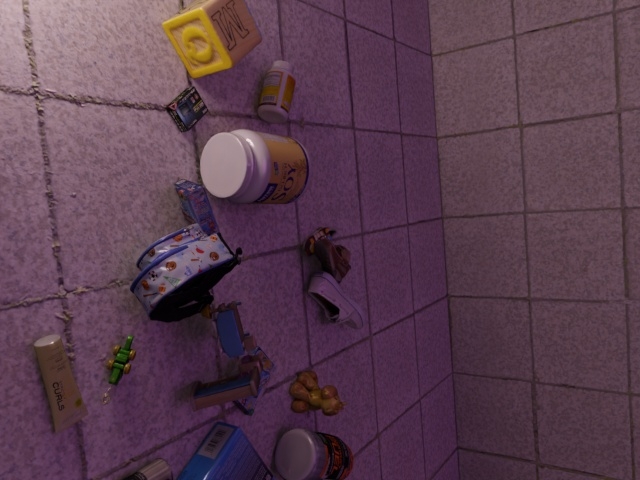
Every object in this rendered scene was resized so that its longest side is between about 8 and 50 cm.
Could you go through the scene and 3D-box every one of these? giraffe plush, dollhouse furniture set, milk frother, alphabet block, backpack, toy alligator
[{"bbox_3d":[0.002,0.627,2.127,0.181,0.170,0.210,-44,123,-47],"label":"giraffe plush"},{"bbox_3d":[-0.321,0.326,1.691,0.286,0.198,0.304,-108,-175,-84],"label":"dollhouse furniture set"},{"bbox_3d":[-0.489,0.712,1.507,0.134,0.129,0.143,-13,142,-54],"label":"milk frother"},{"bbox_3d":[-0.333,-0.652,1.689,0.194,0.192,0.197,60,42,-31],"label":"alphabet block"},{"bbox_3d":[-0.395,0.093,1.512,0.213,0.276,0.263,45,39,6],"label":"backpack"},{"bbox_3d":[-0.547,0.352,1.465,0.051,0.056,0.190,110,-5,-67],"label":"toy alligator"}]

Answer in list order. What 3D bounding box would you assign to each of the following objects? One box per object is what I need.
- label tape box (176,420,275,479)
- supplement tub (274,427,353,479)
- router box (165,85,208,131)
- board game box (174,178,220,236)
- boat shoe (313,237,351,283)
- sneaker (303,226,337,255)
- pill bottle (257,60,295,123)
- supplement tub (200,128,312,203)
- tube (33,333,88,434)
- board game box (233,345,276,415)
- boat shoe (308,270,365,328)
[{"bbox_3d":[-0.294,0.804,1.754,0.249,0.115,0.348,-54,133,-41],"label":"label tape box"},{"bbox_3d":[-0.014,0.840,2.078,0.316,0.193,0.194,35,61,-50],"label":"supplement tub"},{"bbox_3d":[-0.416,-0.412,1.689,0.122,0.038,0.092,-59,135,-37],"label":"router box"},{"bbox_3d":[-0.372,-0.078,1.629,0.060,0.194,0.194,-29,116,-22],"label":"board game box"},{"bbox_3d":[0.057,0.064,2.199,0.116,0.123,0.324,-41,156,-10],"label":"boat shoe"},{"bbox_3d":[0.000,0.000,2.226,0.185,0.083,0.070,-51,128,-43],"label":"sneaker"},{"bbox_3d":[-0.158,-0.551,1.995,0.117,0.117,0.215,31,64,-50],"label":"pill bottle"},{"bbox_3d":[-0.209,-0.241,1.803,0.331,0.240,0.241,-6,93,-55],"label":"supplement tub"},{"bbox_3d":[-0.639,0.351,1.327,0.070,0.062,0.240,-11,107,-14],"label":"tube"},{"bbox_3d":[-0.242,0.493,1.903,0.136,0.035,0.201,58,45,-36],"label":"board game box"},{"bbox_3d":[0.062,0.297,2.260,0.367,0.135,0.157,53,48,-35],"label":"boat shoe"}]
